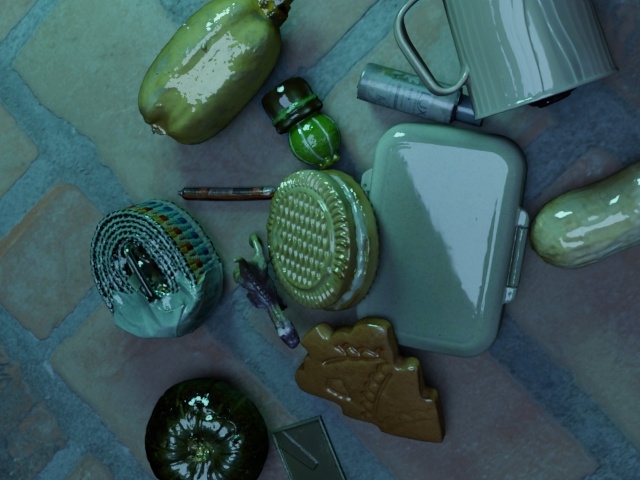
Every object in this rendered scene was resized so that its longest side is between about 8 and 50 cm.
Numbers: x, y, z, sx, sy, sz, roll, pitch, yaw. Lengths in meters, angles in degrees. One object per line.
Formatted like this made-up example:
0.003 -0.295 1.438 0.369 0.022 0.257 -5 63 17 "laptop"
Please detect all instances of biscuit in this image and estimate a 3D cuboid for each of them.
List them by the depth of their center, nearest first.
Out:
0.000 0.000 1.593 0.259 0.079 0.259 12 105 54 "biscuit"
0.096 0.255 1.634 0.306 0.043 0.284 39 138 -4 "biscuit"

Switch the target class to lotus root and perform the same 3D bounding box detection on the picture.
-0.171 -0.308 1.604 0.169 0.151 0.342 41 105 -11 "lotus root"

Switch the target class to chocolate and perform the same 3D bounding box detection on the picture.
0.477 -0.045 1.479 0.309 0.134 0.134 -27 92 21 "chocolate"

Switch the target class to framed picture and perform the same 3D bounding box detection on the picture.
-0.021 0.411 1.769 0.109 0.011 0.149 -20 94 18 "framed picture"

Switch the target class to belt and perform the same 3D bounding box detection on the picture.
-0.296 0.057 1.708 0.207 0.150 0.257 -29 90 28 "belt"

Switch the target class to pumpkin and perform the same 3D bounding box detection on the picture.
-0.214 0.373 1.739 0.238 0.159 0.237 2 96 15 "pumpkin"

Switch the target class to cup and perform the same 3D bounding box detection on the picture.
0.277 -0.326 1.443 0.288 0.208 0.273 -16 95 26 "cup"

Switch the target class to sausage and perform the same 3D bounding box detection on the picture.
-0.167 -0.085 1.708 0.198 0.025 0.028 0 69 15 "sausage"

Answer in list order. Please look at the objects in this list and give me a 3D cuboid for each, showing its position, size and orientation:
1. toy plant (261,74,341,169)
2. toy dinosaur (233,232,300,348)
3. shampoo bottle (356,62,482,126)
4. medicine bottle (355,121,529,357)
-0.026 -0.196 1.612 0.093 0.093 0.162 -34 93 19 "toy plant"
-0.109 0.064 1.634 0.072 0.200 0.251 -22 127 -8 "toy dinosaur"
0.169 -0.237 1.559 0.214 0.072 0.072 18 105 11 "shampoo bottle"
0.198 -0.002 1.565 0.282 0.123 0.375 11 104 18 "medicine bottle"
